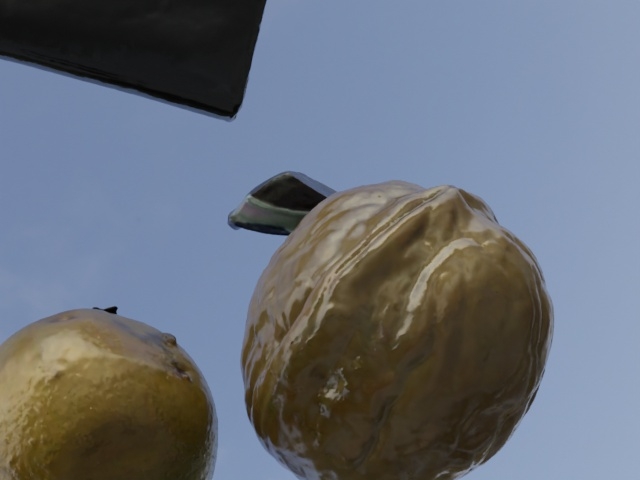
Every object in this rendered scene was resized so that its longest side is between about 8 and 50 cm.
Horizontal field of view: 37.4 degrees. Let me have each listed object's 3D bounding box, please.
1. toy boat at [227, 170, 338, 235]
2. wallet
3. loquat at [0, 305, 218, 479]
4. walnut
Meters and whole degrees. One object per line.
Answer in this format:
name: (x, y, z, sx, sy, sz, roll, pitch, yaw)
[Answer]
toy boat: (0.000, 0.000, 1.151, 0.262, 0.114, 0.115, 26, -78, -39)
wallet: (-0.260, -0.281, 1.015, 0.406, 0.062, 0.228, 14, -104, -9)
loquat: (-0.210, 0.187, 0.890, 0.244, 0.244, 0.243, -13, -69, -37)
walnut: (0.067, 0.090, 0.891, 0.252, 0.277, 0.313, 16, -70, -23)
